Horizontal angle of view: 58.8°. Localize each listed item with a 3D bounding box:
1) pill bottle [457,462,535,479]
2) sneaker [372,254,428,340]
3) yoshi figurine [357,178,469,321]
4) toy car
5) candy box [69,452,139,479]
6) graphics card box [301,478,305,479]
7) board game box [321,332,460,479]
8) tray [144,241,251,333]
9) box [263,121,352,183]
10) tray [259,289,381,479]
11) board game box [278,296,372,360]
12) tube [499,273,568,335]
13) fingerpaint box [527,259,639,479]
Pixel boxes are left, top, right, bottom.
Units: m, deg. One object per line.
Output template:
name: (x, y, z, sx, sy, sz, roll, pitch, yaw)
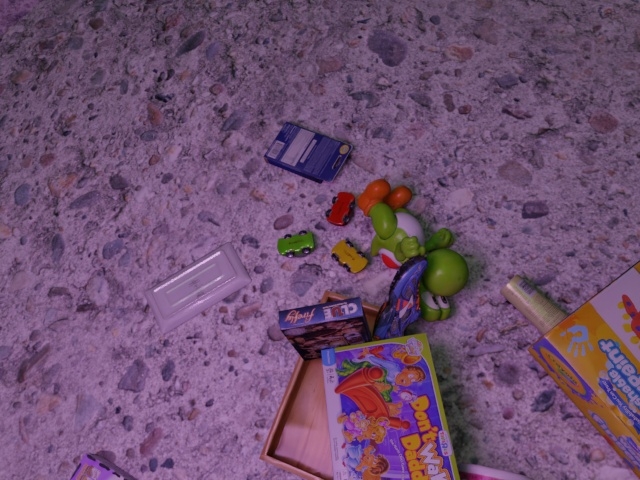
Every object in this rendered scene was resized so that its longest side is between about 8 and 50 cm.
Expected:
pill bottle: (0.320, 0.588, 1.084, 0.161, 0.160, 0.283, 8, 66, 14)
sneaker: (0.191, 0.132, 1.260, 0.087, 0.083, 0.221, 22, 112, 0)
yoshi figurine: (0.240, 0.009, 1.361, 0.204, 0.203, 0.362, -20, 66, -7)
toy car: (0.000, 0.000, 1.486, 0.225, 0.053, 0.238, -12, 63, 5)
candy box: (-0.488, 0.605, 1.282, 0.196, 0.070, 0.164, 22, 71, 20)
graphics card box: (-0.038, 0.651, 1.045, 0.233, 0.094, 0.371, 9, 36, 34)
board game box: (0.136, 0.373, 1.149, 0.234, 0.078, 0.347, -11, 52, 5)
tray: (-0.331, 0.119, 1.506, 0.270, 0.030, 0.145, -31, 64, -5)
box: (-0.033, -0.245, 1.618, 0.225, 0.036, 0.136, 24, 72, 22)
tray: (0.037, 0.338, 1.307, 0.203, 0.076, 0.410, 16, 70, 17)
board game box: (0.019, 0.192, 1.202, 0.165, 0.243, 0.042, -11, 63, 6)
tube: (0.521, 0.181, 1.301, 0.240, 0.062, 0.070, 44, 123, 20)
fingerpaint box: (0.721, 0.274, 1.139, 0.371, 0.163, 0.444, -36, 70, -7)
